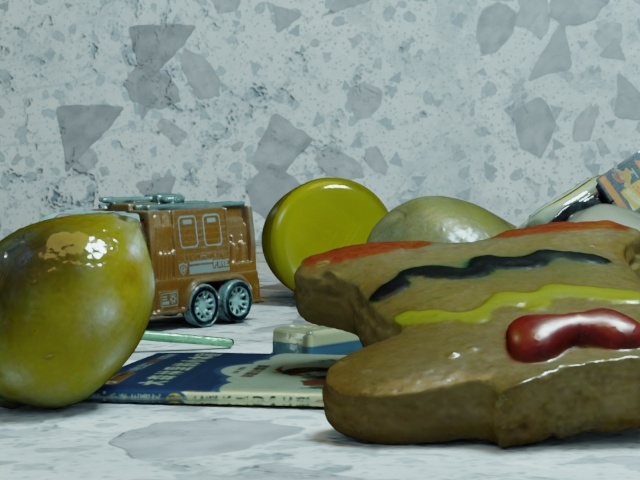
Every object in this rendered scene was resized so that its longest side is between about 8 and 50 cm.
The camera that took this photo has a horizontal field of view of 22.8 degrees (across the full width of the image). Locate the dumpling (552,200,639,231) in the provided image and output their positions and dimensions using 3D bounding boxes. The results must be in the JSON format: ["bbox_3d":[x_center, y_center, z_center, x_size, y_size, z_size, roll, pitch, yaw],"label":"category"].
[{"bbox_3d":[0.321,0.043,1.599,0.205,0.163,0.293,-3,-10,38],"label":"dumpling"}]

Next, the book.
[{"bbox_3d":[-0.031,0.123,1.421,0.323,0.018,0.228,0,3,12],"label":"book"}]

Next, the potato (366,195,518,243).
[{"bbox_3d":[0.172,0.027,1.950,0.235,0.160,0.177,13,39,-11],"label":"potato"}]

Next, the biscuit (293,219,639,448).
[{"bbox_3d":[0.171,0.055,1.302,0.368,0.076,0.394,-6,16,-4],"label":"biscuit"}]

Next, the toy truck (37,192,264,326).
[{"bbox_3d":[-0.212,0.024,1.920,0.136,0.162,0.305,2,5,38],"label":"toy truck"}]

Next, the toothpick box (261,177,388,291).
[{"bbox_3d":[0.000,0.000,2.287,0.175,0.174,0.271,-1,0,-9],"label":"toothpick box"}]

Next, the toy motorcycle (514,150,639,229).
[{"bbox_3d":[0.255,0.007,1.778,0.263,0.091,0.157,-34,-9,-3],"label":"toy motorcycle"}]

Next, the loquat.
[{"bbox_3d":[-0.217,0.053,1.323,0.152,0.195,0.152,33,-11,7],"label":"loquat"}]

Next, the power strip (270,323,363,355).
[{"bbox_3d":[0.011,0.102,1.652,0.056,0.032,0.123,4,5,43],"label":"power strip"}]

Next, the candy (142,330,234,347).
[{"bbox_3d":[-0.252,0.094,1.665,0.336,0.093,0.092,7,44,-19],"label":"candy"}]
